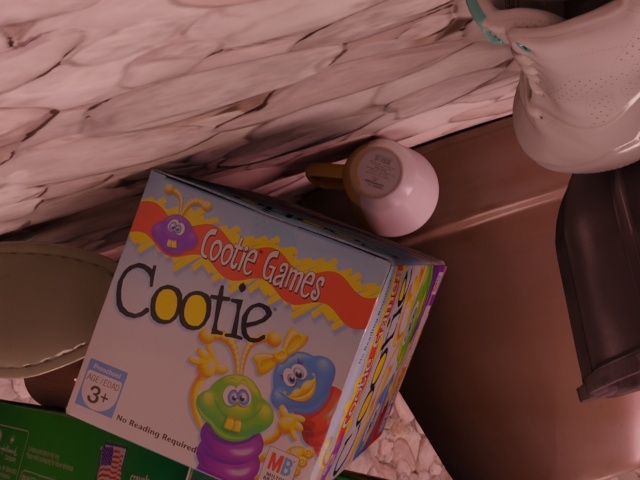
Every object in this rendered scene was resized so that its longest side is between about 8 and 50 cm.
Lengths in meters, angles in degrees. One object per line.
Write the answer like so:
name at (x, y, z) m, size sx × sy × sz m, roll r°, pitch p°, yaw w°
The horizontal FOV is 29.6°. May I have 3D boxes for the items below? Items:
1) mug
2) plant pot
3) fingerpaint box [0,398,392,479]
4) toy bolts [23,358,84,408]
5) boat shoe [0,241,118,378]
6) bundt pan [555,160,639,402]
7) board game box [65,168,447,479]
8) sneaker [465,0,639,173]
mug at (0.035, -0.035, 0.790) m, size 0.078 × 0.062 × 0.064 m, roll -24°, pitch 167°, yaw 8°
plant pot at (0.170, 0.056, 1.014) m, size 0.323 × 0.280 × 0.323 m, roll -17°, pitch 177°, yaw -1°
fingerpaint box at (-0.071, 0.246, 0.969) m, size 0.371 × 0.163 × 0.445 m, roll 21°, pitch 166°, yaw -32°
toy bolts at (-0.132, 0.123, 1.080) m, size 0.228 × 0.218 × 0.158 m, roll -25°, pitch -166°, yaw 38°
boat shoe at (-0.221, 0.048, 0.731) m, size 0.227 × 0.081 × 0.069 m, roll -10°, pitch 179°, yaw -1°
bundt pan at (0.260, -0.033, 0.577) m, size 0.330 × 0.124 × 0.331 m, roll -16°, pitch 165°, yaw -4°
board game box at (-0.023, 0.054, 0.760) m, size 0.144 × 0.142 × 0.275 m, roll 21°, pitch -177°, yaw 11°
sneaker at (0.094, -0.079, 0.444) m, size 0.094 × 0.080 × 0.212 m, roll -4°, pitch 166°, yaw -11°
